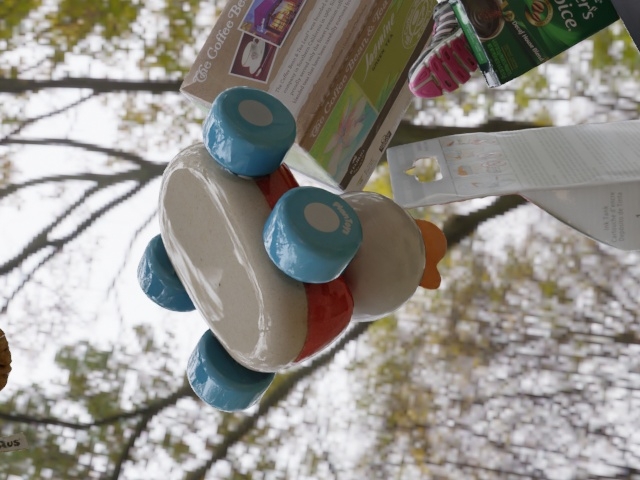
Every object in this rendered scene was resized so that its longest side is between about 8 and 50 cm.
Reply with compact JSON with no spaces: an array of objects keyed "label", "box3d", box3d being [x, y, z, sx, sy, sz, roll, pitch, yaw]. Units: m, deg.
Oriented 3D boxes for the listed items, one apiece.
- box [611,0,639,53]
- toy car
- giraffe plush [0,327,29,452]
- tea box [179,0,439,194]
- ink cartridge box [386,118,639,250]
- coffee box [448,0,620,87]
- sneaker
[{"label":"box","box3d":[0.459,-0.263,1.457,0.307,0.242,0.077,47,-136,-42]},{"label":"toy car","box3d":[0.000,0.000,1.150,0.238,0.210,0.219,-9,-35,-37]},{"label":"giraffe plush","box3d":[-0.329,0.135,1.132,0.210,0.181,0.170,-21,-41,-45]},{"label":"tea box","box3d":[0.002,-0.276,2.015,0.329,0.220,0.323,-62,-21,-3]},{"label":"ink cartridge box","box3d":[0.276,-0.060,1.576,0.308,0.385,0.091,-88,-9,-73]},{"label":"coffee box","box3d":[0.248,-0.264,1.517,0.184,0.040,0.113,-28,-80,-13]},{"label":"sneaker","box3d":[0.153,-0.236,1.563,0.170,0.075,0.063,-51,-50,-8]}]
